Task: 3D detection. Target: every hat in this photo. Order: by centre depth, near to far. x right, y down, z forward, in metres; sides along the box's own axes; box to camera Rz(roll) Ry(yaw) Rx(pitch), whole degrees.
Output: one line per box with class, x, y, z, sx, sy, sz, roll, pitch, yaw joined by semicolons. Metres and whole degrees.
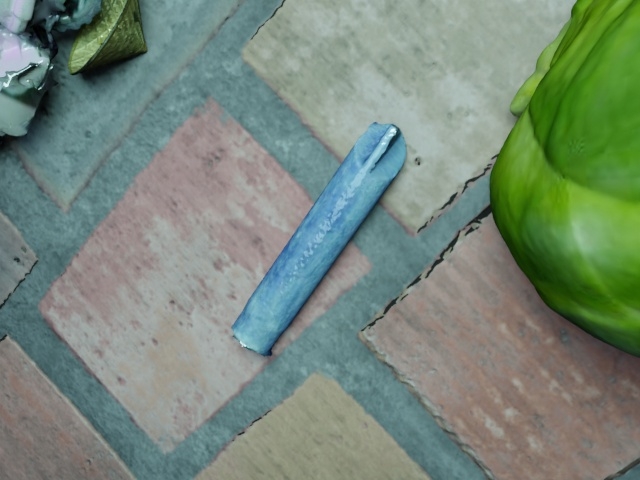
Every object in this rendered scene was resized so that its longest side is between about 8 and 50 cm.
hat;-0.239;-0.248;0.731;0.146;0.067;0.145;-26;50;36

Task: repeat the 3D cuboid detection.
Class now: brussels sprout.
brussels sprout;0.313;-0.082;0.477;0.276;0.315;0.371;26;98;-12

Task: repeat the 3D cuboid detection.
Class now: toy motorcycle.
toy motorcycle;-0.401;-0.222;0.686;0.327;0.188;0.143;-43;55;20

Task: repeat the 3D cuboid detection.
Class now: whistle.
whistle;0.000;0.000;0.687;0.062;0.062;0.304;37;105;9
